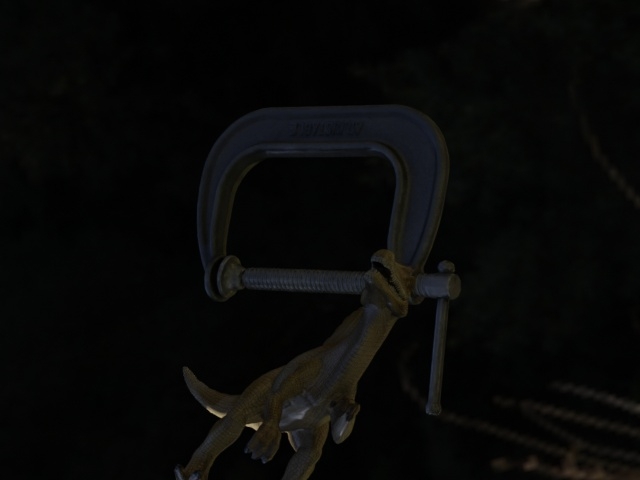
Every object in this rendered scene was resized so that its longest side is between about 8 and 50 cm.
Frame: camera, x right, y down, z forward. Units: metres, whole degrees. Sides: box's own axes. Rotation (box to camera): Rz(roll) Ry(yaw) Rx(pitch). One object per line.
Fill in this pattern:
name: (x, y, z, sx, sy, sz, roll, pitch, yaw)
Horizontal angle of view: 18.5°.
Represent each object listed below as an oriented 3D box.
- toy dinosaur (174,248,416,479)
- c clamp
toy dinosaur: (-0.012, 0.065, 0.753, 0.053, 0.092, 0.183, 37, 146, -12)
c clamp: (0.000, 0.000, 0.908, 0.161, 0.022, 0.137, 8, 82, 37)
